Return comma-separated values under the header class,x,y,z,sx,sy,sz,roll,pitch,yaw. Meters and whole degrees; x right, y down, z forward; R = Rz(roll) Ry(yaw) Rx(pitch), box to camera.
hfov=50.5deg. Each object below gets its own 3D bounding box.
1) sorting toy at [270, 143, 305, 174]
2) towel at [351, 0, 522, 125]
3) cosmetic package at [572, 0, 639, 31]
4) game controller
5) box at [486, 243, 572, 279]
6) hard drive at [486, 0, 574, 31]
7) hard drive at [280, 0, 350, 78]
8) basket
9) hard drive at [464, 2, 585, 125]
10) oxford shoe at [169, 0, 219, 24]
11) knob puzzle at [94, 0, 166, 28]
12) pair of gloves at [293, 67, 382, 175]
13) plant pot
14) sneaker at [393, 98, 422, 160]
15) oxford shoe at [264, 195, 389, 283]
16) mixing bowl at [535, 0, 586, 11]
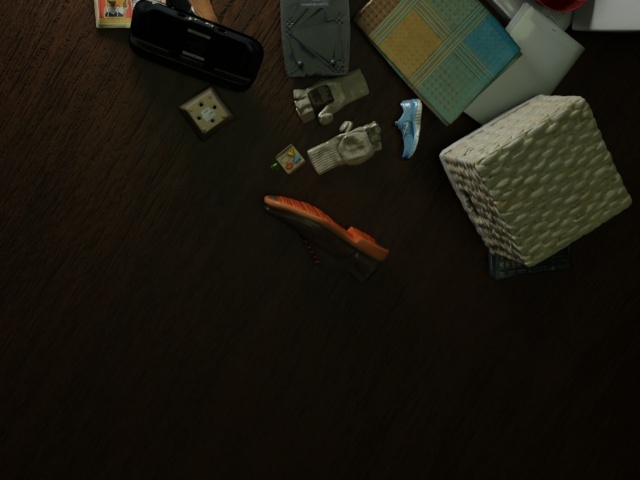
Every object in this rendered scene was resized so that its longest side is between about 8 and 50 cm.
class,x,y,z,sx,sy,sz,roll,pitch,yaw
sorting toy,-0.089,-0.203,1.772,0.083,0.012,0.062,-40,104,-1
towel,0.297,-0.518,1.726,0.271,0.040,0.370,-43,94,8
cosmetic package,0.897,-0.668,1.655,0.393,0.329,0.328,-1,107,-16
game controller,-0.299,-0.464,1.627,0.319,0.067,0.166,18,135,-13
box,0.584,0.003,1.897,0.232,0.059,0.184,-8,102,-7
hard drive,0.620,-0.702,1.781,0.233,0.047,0.353,40,92,-14
hard drive,-0.013,-0.538,1.691,0.171,0.054,0.255,-3,105,-3
basket,0.537,-0.154,1.699,0.331,0.266,0.328,-31,103,-1
hard drive,0.520,-0.433,1.789,0.203,0.040,0.308,32,104,-13
oxford shoe,-0.318,-0.593,1.645,0.076,0.076,0.212,-35,100,-36
knob puzzle,-0.456,-0.607,1.610,0.213,0.030,0.213,1,102,3
pair of gloves,0.049,-0.306,1.762,0.204,0.042,0.240,-18,103,-6
plant pot,-0.281,-0.316,1.677,0.109,0.096,0.109,-35,103,-2
sneaker,0.228,-0.293,1.794,0.073,0.063,0.162,6,95,7
oxford shoe,0.000,0.000,1.769,0.363,0.130,0.133,28,101,-13
mixing bowl,0.588,-0.663,1.707,0.181,0.098,0.182,-2,101,-10
